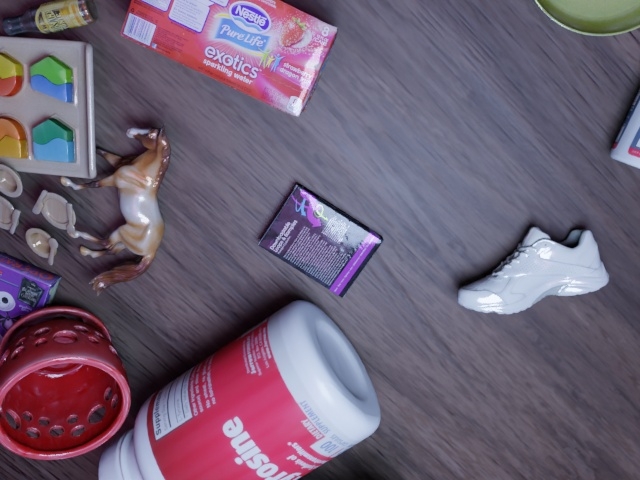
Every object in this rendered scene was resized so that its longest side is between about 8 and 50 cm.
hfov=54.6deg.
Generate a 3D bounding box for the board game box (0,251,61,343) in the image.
[{"bbox_3d":[-0.623,0.084,1.010,0.347,0.056,0.208,23,102,-5],"label":"board game box"}]

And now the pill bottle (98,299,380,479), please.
[{"bbox_3d":[-0.132,0.289,0.961,0.408,0.229,0.229,-35,103,12],"label":"pill bottle"}]

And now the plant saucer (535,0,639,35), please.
[{"bbox_3d":[0.385,-0.400,0.832,0.241,0.037,0.240,0,107,1],"label":"plant saucer"}]

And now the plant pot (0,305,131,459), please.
[{"bbox_3d":[-0.398,0.208,0.955,0.191,0.174,0.191,-10,119,-18],"label":"plant pot"}]

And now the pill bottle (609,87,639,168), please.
[{"bbox_3d":[0.491,-0.181,0.858,0.108,0.108,0.180,18,107,-4],"label":"pill bottle"}]

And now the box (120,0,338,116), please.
[{"bbox_3d":[-0.115,-0.281,0.839,0.257,0.122,0.128,24,107,-6],"label":"box"}]

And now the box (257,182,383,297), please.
[{"bbox_3d":[0.000,0.000,0.972,0.162,0.029,0.116,33,105,-9],"label":"box"}]

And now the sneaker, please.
[{"bbox_3d":[0.315,0.039,0.952,0.232,0.090,0.115,-16,99,-3],"label":"sneaker"}]

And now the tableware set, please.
[{"bbox_3d":[-0.449,-0.042,0.945,0.169,0.020,0.141,33,128,0],"label":"tableware set"}]

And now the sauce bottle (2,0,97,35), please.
[{"bbox_3d":[-0.384,-0.315,0.880,0.128,0.042,0.042,-12,106,7],"label":"sauce bottle"}]

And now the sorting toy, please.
[{"bbox_3d":[-0.418,-0.191,0.893,0.208,0.038,0.193,8,105,14],"label":"sorting toy"}]

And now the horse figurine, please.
[{"bbox_3d":[-0.302,-0.048,0.948,0.175,0.066,0.263,2,105,7],"label":"horse figurine"}]
